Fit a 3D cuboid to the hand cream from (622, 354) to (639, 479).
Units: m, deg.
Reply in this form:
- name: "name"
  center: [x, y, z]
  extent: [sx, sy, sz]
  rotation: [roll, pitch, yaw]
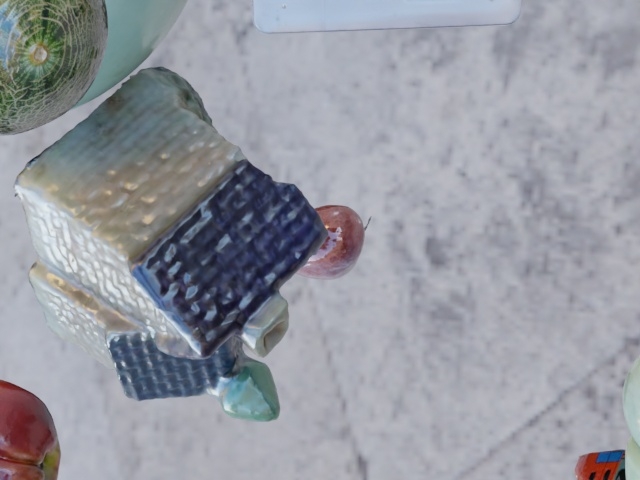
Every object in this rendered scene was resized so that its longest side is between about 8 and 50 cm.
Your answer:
- name: "hand cream"
  center: [0.219, 0.193, 0.990]
  extent: [0.093, 0.147, 0.306]
  rotation: [7, 120, 30]

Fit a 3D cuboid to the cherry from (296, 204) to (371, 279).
- name: "cherry"
  center: [0.000, 0.006, 2.224]
  extent: [0.126, 0.106, 0.087]
  rotation: [-17, 60, 8]

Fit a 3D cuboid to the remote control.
- name: "remote control"
  center: [0.060, -0.245, 1.695]
  extent: [0.034, 0.250, 0.103]
  rotation: [-105, 12, -83]

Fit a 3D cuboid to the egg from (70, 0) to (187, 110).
- name: "egg"
  center: [-0.266, -0.261, 1.703]
  extent: [0.389, 0.276, 0.276]
  rotation: [-36, 55, 36]

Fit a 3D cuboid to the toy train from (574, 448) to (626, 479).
- name: "toy train"
  center: [0.386, 0.245, 1.770]
  extent: [0.409, 0.086, 0.089]
  rotation: [-17, 41, 58]

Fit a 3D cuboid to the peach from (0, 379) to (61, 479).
- name: "peach"
  center: [-0.227, 0.142, 1.240]
  extent: [0.100, 0.100, 0.101]
  rotation: [-13, 75, 56]

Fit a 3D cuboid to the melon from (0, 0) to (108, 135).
- name: "melon"
  center: [-0.139, -0.091, 0.744]
  extent: [0.162, 0.099, 0.099]
  rotation: [-151, 70, -64]

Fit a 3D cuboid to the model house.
- name: "model house"
  center: [-0.128, 0.034, 1.848]
  extent: [0.284, 0.243, 0.298]
  rotation: [39, 158, 28]
